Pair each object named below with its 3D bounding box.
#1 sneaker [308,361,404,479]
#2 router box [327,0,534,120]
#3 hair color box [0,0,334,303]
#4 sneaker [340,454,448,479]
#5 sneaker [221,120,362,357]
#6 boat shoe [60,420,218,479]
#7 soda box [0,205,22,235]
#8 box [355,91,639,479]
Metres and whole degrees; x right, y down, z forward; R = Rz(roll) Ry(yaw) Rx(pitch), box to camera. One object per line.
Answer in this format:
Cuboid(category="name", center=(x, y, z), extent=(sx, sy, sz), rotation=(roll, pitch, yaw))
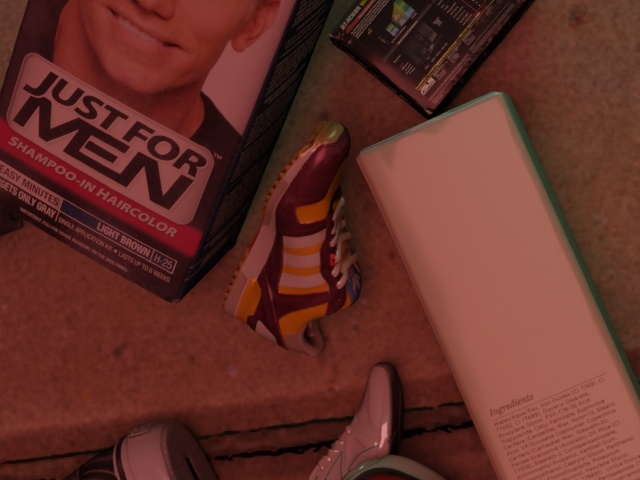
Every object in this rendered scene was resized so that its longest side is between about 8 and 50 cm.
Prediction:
Cuboid(category="sneaker", center=(0.022, 0.158, 1.350), extent=(0.061, 0.053, 0.152), rotation=(11, 95, 13))
Cuboid(category="router box", center=(0.079, -0.156, 1.326), extent=(0.092, 0.038, 0.122), rotation=(40, 90, 8))
Cuboid(category="hair color box", center=(-0.095, -0.147, 1.264), extent=(0.174, 0.105, 0.347), rotation=(29, 124, 8))
Cuboid(category="sneaker", center=(0.126, 0.247, 1.285), extent=(0.279, 0.118, 0.107), rotation=(27, 97, -9))
Cuboid(category="sneaker", center=(0.000, 0.000, 1.317), extent=(0.084, 0.069, 0.185), rotation=(31, 133, 6))
Cuboid(category="boat shoe", center=(-0.084, 0.296, 1.355), extent=(0.119, 0.121, 0.335), rotation=(-28, 76, 19))
Cuboid(category="soda box", center=(-0.370, -0.002, 1.396), extent=(0.286, 0.098, 0.091), rotation=(-20, 88, 12))
Cuboid(category="box", center=(0.132, 0.045, 1.304), extent=(0.113, 0.094, 0.275), rotation=(-23, 87, 11))
